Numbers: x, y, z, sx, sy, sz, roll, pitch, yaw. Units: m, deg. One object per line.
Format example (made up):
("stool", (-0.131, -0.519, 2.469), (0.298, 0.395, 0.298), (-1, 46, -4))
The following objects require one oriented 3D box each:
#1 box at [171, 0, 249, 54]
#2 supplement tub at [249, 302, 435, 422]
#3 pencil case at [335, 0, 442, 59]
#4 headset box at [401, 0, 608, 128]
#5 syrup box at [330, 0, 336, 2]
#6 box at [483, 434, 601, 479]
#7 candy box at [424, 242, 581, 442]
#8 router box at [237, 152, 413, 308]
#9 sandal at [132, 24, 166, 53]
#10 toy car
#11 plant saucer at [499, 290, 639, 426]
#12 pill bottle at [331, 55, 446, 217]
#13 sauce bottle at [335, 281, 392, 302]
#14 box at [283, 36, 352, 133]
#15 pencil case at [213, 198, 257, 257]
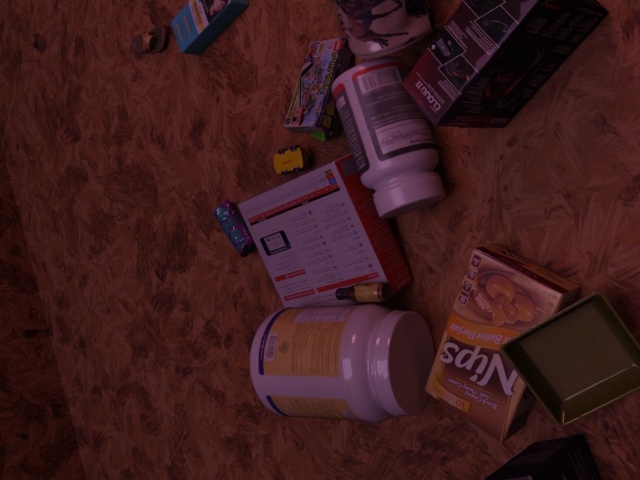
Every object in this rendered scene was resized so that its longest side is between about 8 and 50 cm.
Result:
("box", (-0.289, -0.585, 1.772), (0.244, 0.060, 0.100), (-28, 77, 44))
("supplement tub", (0.046, 0.253, 1.435), (0.331, 0.241, 0.241), (-6, 93, 34))
("pencil case", (0.089, -0.548, 1.234), (0.160, 0.183, 0.410), (15, 128, 52))
("headset box", (0.291, -0.305, 1.135), (0.110, 0.218, 0.293), (57, 131, 23))
("syrup box", (0.080, -0.600, 1.380), (0.237, 0.096, 0.093), (-49, 64, 37))
("box", (0.388, 0.441, 1.169), (0.108, 0.207, 0.153), (-29, 76, 43))
("candy box", (0.328, 0.187, 1.270), (0.183, 0.087, 0.316), (31, 116, 36))
("router box", (0.000, 0.000, 1.519), (0.335, 0.082, 0.301), (-18, 99, 45))
("sandal", (-0.503, -0.579, 1.992), (0.180, 0.049, 0.072), (3, 99, 44))
("toy car", (0.004, -0.213, 1.551), (0.239, 0.053, 0.225), (34, 119, 35))
("plant saucer", (0.425, 0.191, 1.139), (0.188, 0.045, 0.188), (-35, 100, 20))
("pill bottle", (0.137, -0.197, 1.345), (0.161, 0.161, 0.283), (-24, 80, 44))
("sauce bottle", (0.086, 0.107, 1.409), (0.128, 0.042, 0.042), (-6, 93, 40))
("box", (-0.003, -0.335, 1.490), (0.114, 0.036, 0.207), (6, 76, 44))
("pencil case", (-0.218, -0.031, 1.791), (0.151, 0.064, 0.070), (53, 145, 24))
